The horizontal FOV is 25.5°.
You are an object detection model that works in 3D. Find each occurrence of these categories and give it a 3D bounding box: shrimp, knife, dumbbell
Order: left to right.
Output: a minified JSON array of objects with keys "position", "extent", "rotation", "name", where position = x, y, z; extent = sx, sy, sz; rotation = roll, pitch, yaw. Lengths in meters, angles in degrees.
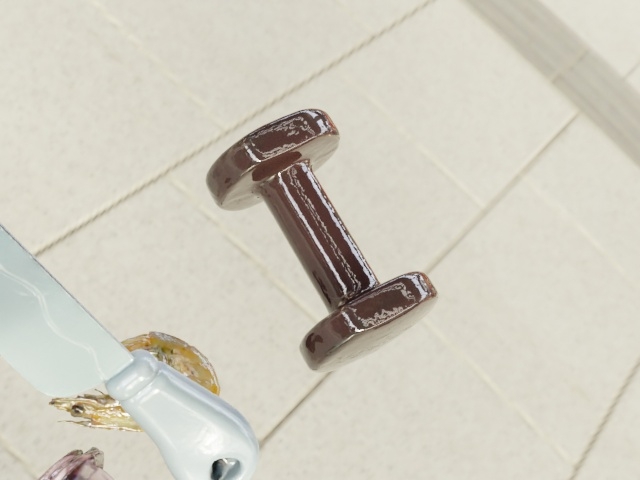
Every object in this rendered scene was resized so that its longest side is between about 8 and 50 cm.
[{"position":[-0.166,0.084,1.004],"extent":[0.331,0.080,0.044],"rotation":[44,7,-31],"name":"knife"},{"position":[-0.167,0.127,1.278],"extent":[0.162,0.045,0.095],"rotation":[3,78,-25],"name":"shrimp"},{"position":[0.000,0.000,1.306],"extent":[0.140,0.124,0.225],"rotation":[-26,76,-16],"name":"dumbbell"}]

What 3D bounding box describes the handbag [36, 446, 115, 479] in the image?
[{"position":[-0.107,0.188,0.649],"extent":[0.116,0.205,0.179],"rotation":[32,74,6],"name":"handbag"}]
